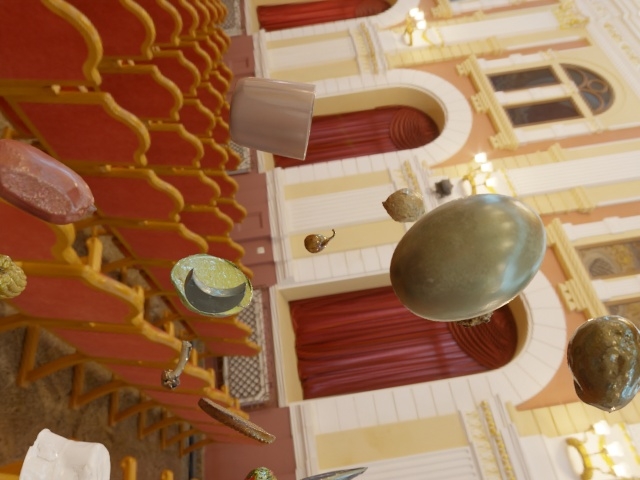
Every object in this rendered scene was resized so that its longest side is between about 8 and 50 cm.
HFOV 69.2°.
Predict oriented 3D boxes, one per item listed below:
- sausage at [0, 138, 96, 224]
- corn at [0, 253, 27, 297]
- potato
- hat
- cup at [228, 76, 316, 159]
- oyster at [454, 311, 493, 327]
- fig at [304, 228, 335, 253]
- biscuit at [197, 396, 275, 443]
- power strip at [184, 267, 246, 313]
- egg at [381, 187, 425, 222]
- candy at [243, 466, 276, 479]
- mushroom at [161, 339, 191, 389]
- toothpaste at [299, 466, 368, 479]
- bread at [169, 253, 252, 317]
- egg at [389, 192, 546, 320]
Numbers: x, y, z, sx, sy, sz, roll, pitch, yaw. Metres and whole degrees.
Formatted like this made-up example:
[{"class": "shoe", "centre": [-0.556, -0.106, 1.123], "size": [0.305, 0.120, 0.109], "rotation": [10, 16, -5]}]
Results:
[{"class": "sausage", "centre": [-0.646, -0.126, 1.067], "size": [0.254, 0.148, 0.148], "rotation": [31, 31, -32]}, {"class": "corn", "centre": [-0.796, 0.097, 1.166], "size": [0.313, 0.102, 0.101], "rotation": [154, -71, -65]}, {"class": "potato", "centre": [0.666, 0.285, 1.080], "size": [0.160, 0.178, 0.235], "rotation": [-75, 165, -79]}, {"class": "hat", "centre": [-0.511, 0.490, 0.952], "size": [0.203, 0.126, 0.203], "rotation": [177, -90, -80]}, {"class": "cup", "centre": [-0.122, -0.339, 1.226], "size": [0.252, 0.201, 0.191], "rotation": [-83, -177, -54]}, {"class": "oyster", "centre": [0.592, 0.293, 1.801], "size": [0.053, 0.166, 0.108], "rotation": [39, 27, -31]}, {"class": "fig", "centre": [0.000, 0.000, 1.110], "size": [0.050, 0.083, 0.050], "rotation": [61, 8, -14]}, {"class": "biscuit", "centre": [-0.230, 0.462, 1.199], "size": [0.176, 0.229, 0.031], "rotation": [41, 66, -31]}, {"class": "power strip", "centre": [-0.321, 0.166, 1.438], "size": [0.137, 0.216, 0.044], "rotation": [-59, -153, 22]}, {"class": "egg", "centre": [0.278, -0.115, 1.529], "size": [0.118, 0.140, 0.116], "rotation": [-150, -113, -71]}, {"class": "candy", "centre": [-0.141, 0.664, 1.051], "size": [0.091, 0.083, 0.305], "rotation": [-39, 133, -81]}, {"class": "mushroom", "centre": [-0.433, 0.371, 1.403], "size": [0.061, 0.060, 0.187], "rotation": [41, -69, 40]}, {"class": "toothpaste", "centre": [0.021, 0.577, 1.120], "size": [0.057, 0.197, 0.034], "rotation": [109, -31, -46]}, {"class": "bread", "centre": [-0.386, 0.160, 1.663], "size": [0.301, 0.302, 0.045], "rotation": [-100, -148, -48]}, {"class": "egg", "centre": [0.315, 0.040, 1.026], "size": [0.259, 0.352, 0.258], "rotation": [32, 37, -28]}]
